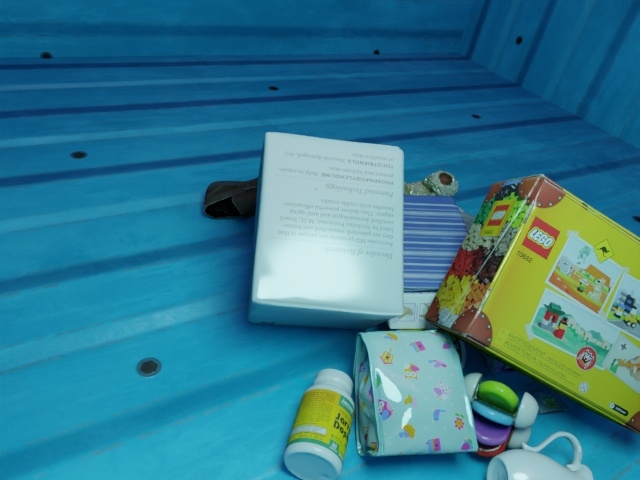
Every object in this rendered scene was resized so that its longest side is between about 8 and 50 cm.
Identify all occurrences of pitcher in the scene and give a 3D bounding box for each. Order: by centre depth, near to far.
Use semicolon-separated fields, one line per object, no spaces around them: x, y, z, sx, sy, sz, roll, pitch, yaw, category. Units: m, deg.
0.449;0.470;0.986;0.207;0.125;0.177;12;53;-9;pitcher

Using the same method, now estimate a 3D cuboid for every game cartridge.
0.563;0.400;1.204;0.083;0.017;0.056;-1;35;-16;game cartridge

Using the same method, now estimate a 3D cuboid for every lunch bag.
0.189;0.320;1.044;0.224;0.160;0.262;2;64;-11;lunch bag

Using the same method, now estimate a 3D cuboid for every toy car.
0.363;0.385;1.039;0.159;0.181;0.136;20;43;29;toy car

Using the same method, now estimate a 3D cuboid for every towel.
0.281;-0.001;1.289;0.244;0.040;0.335;1;48;-8;towel

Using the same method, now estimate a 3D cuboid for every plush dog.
0.337;-0.088;1.649;0.263;0.210;0.225;-9;74;3;plush dog

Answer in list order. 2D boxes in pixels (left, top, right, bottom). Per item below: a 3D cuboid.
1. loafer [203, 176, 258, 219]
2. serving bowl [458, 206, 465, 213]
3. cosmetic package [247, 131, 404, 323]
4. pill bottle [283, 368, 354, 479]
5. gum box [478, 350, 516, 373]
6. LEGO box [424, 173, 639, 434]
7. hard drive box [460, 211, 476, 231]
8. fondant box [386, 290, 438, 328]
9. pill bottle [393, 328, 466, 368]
-0.211;-0.116;1.537;0.366;0.133;0.130;-5;44;24;loafer
0.506;-0.108;1.831;0.084;0.027;0.083;7;38;-6;serving bowl
0.000;0.000;1.193;0.328;0.329;0.393;5;73;-9;cosmetic package
0.006;0.375;1.008;0.118;0.117;0.208;16;37;5;pill bottle
0.480;0.270;1.310;0.107;0.062;0.188;-1;39;-15;gum box
0.555;0.142;1.101;0.500;0.372;0.193;30;-5;-11;LEGO box
0.358;0.018;1.463;0.181;0.232;0.089;22;39;15;hard drive box
0.323;0.150;1.298;0.331;0.096;0.238;0;12;-4;fondant box
0.236;0.276;1.194;0.209;0.119;0.119;-1;39;-15;pill bottle
